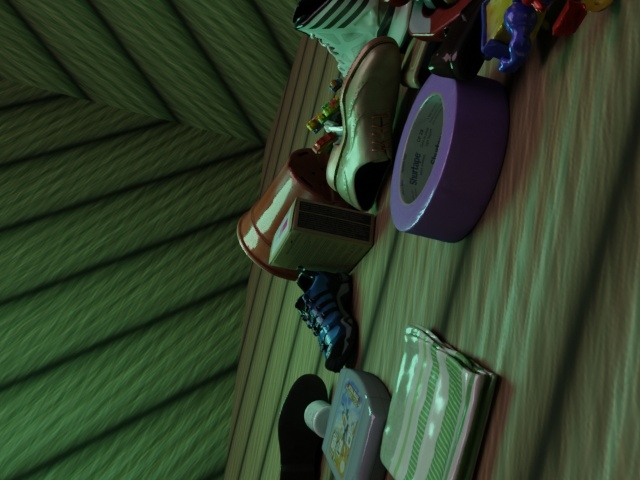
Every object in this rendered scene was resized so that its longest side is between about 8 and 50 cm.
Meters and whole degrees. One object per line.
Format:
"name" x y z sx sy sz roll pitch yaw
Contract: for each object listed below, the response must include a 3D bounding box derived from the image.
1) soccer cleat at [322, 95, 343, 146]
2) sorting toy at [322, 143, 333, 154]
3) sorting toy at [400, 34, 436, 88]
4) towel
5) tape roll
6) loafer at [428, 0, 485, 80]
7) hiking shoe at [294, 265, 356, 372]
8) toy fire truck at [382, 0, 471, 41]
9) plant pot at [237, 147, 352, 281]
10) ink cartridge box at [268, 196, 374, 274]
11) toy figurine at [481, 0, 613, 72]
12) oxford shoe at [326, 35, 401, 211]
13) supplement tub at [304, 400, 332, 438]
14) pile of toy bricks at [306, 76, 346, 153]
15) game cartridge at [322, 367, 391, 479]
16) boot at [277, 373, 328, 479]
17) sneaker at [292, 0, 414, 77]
"soccer cleat" 0.063 -0.299 1.987 0.331 0.143 0.116 141 141 -72
"sorting toy" 0.029 -0.258 2.211 0.193 0.038 0.208 -54 -7 -36
"sorting toy" 0.219 -0.443 1.673 0.307 0.041 0.229 -101 25 -78
"towel" 0.159 0.269 1.150 0.325 0.038 0.247 -157 79 -78
"tape roll" 0.203 -0.138 1.265 0.275 0.090 0.274 -168 90 -78
"loafer" 0.226 -0.325 1.193 0.220 0.078 0.080 -53 -49 -36
"hiking shoe" 0.002 0.181 1.768 0.304 0.132 0.113 -94 20 -55
"toy fire truck" 0.245 -0.499 1.341 0.254 0.169 0.302 23 101 60
"plant pot" -0.043 -0.079 2.028 0.272 0.273 0.265 -90 26 -48
"ink cartridge box" 0.000 0.000 1.829 0.234 0.193 0.088 127 153 -63
"toy figurine" 0.249 -0.356 1.069 0.217 0.191 0.362 110 169 -53
"oxford shoe" 0.123 -0.247 1.713 0.146 0.141 0.396 53 144 43
"supplement tub" 0.008 0.383 1.666 0.107 0.071 0.071 162 121 -78
"pile of toy bricks" 0.037 -0.302 1.779 0.212 0.118 0.105 -42 -7 17
"game cartridge" 0.069 0.353 1.461 0.297 0.062 0.198 -147 66 -78
"boot" -0.048 0.462 1.794 0.115 0.112 0.305 104 174 -75
"sneaker" 0.059 -0.485 1.834 0.447 0.258 0.169 114 169 -70
